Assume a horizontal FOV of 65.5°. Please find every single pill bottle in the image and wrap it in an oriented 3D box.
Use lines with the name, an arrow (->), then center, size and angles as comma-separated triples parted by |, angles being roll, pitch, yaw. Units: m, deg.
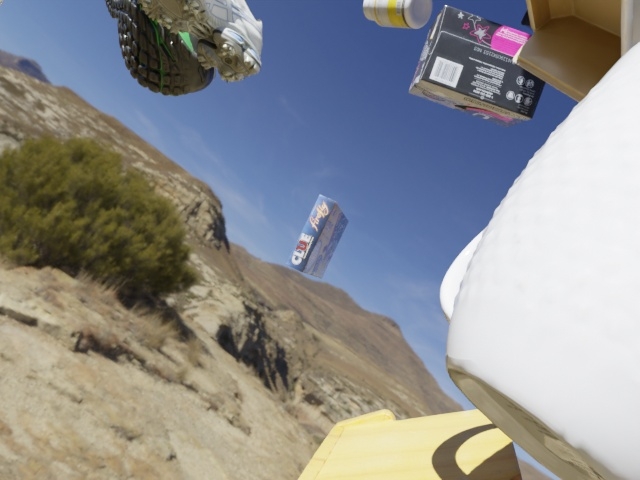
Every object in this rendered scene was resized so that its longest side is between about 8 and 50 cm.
pill bottle -> 0.204, -0.633, 1.349 | 0.184, 0.103, 0.103 | 31, -12, 45

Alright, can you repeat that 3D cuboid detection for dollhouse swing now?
dollhouse swing -> 0.125, 0.431, 0.739 | 0.305, 0.315, 0.347 | 1, 0, 15

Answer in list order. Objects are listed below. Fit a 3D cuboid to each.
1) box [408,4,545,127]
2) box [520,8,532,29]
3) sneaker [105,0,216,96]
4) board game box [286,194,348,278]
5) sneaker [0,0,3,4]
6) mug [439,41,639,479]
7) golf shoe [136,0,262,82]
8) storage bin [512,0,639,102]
box -> 0.337, -0.360, 1.063 | 0.247, 0.163, 0.142 | 19, 5, -1
box -> 0.615, -0.504, 0.915 | 0.179, 0.312, 0.343 | 4, 26, -36
sneaker -> -0.197, -0.318, 0.672 | 0.343, 0.146, 0.134 | 63, -35, 34
board game box -> 0.000, 0.000, 1.147 | 0.042, 0.165, 0.243 | 25, -3, 12
sneaker -> -0.321, -0.329, 0.505 | 0.131, 0.350, 0.148 | 49, 21, -20
mug -> 0.254, 0.031, 0.446 | 0.276, 0.328, 0.374 | 46, -11, -16
golf shoe -> -0.120, -0.242, 0.493 | 0.069, 0.086, 0.176 | -1, -26, 31
storage bin -> 0.360, -0.333, 0.682 | 0.262, 0.123, 0.260 | 42, 10, -50
